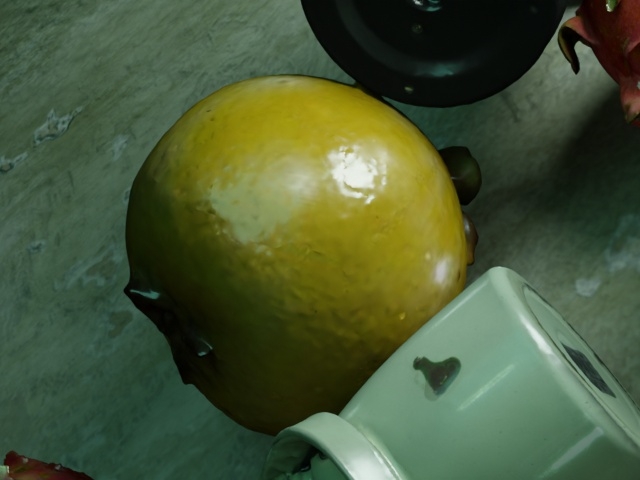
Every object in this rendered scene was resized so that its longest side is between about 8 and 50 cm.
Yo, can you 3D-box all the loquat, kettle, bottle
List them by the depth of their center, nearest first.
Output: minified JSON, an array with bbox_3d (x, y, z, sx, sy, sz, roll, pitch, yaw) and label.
[{"bbox_3d":[0.074,0.201,1.281,0.352,0.229,0.229,-40,40,11],"label":"bottle"},{"bbox_3d":[0.105,-0.316,1.453,0.228,0.321,0.324,-41,9,35],"label":"kettle"},{"bbox_3d":[0.000,0.000,1.454,0.359,0.328,0.328,-26,34,-22],"label":"loquat"}]

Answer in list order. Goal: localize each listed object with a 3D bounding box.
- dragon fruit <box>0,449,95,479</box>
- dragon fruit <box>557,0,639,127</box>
[{"bbox_3d":[-0.290,0.331,1.515,0.268,0.205,0.210,-45,47,-1],"label":"dragon fruit"},{"bbox_3d":[0.329,-0.204,1.390,0.224,0.224,0.227,39,119,50],"label":"dragon fruit"}]
